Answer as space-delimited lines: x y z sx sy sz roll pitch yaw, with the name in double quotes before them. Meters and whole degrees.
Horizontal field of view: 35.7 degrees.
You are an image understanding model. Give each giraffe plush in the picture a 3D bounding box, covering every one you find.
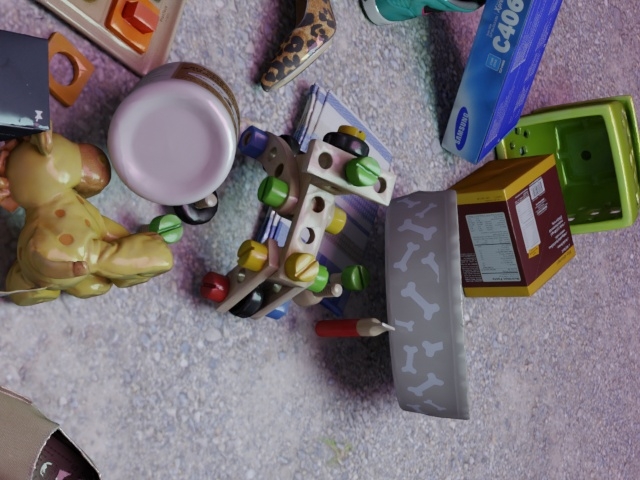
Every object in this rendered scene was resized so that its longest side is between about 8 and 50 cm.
"giraffe plush" -0.269 -0.032 1.023 0.210 0.181 0.170 2 74 -62

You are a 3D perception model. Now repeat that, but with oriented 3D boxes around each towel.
"towel" 0.010 -0.058 1.437 0.209 0.034 0.284 38 62 -43

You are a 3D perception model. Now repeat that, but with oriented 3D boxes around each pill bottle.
"pill bottle" -0.155 -0.130 1.107 0.229 0.131 0.131 -98 169 -72

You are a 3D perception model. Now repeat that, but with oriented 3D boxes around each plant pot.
"plant pot" 0.477 -0.147 1.838 0.207 0.228 0.227 -31 111 -53

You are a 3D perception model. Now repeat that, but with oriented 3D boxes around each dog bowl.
"dog bowl" 0.156 0.089 1.432 0.349 0.102 0.348 -4 90 -82

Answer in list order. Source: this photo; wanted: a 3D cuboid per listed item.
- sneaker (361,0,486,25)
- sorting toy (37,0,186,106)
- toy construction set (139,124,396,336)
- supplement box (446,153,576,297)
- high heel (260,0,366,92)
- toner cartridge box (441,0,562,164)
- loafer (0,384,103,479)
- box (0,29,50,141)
"sneaker" 0.212 -0.430 1.579 0.295 0.178 0.123 -38 116 -43
"sorting toy" -0.232 -0.311 1.165 0.196 0.047 0.347 32 65 -43
"toy construction set" 0.000 0.000 1.223 0.309 0.237 0.257 51 58 -24
"supplement box" 0.329 -0.025 1.724 0.191 0.129 0.194 -32 111 -45
"high heel" -0.050 -0.342 1.376 0.186 0.093 0.261 42 69 -11
"toner cartridge box" 0.305 -0.306 1.614 0.165 0.075 0.347 -40 153 -42
"loafer" -0.315 0.201 1.003 0.268 0.092 0.101 42 58 -39
"box" -0.361 -0.144 0.923 0.156 0.158 0.093 2 86 -49
